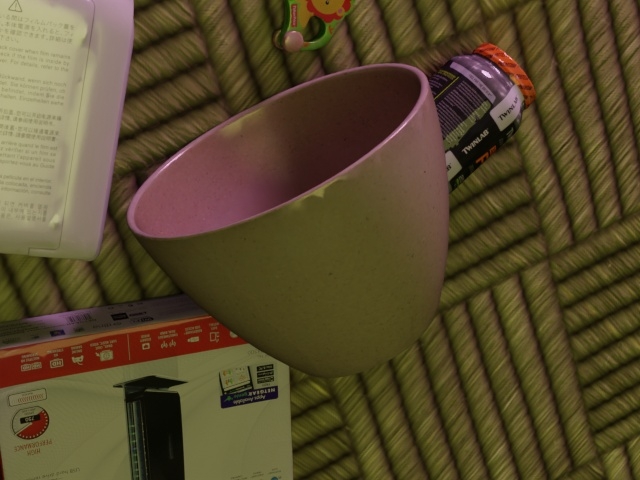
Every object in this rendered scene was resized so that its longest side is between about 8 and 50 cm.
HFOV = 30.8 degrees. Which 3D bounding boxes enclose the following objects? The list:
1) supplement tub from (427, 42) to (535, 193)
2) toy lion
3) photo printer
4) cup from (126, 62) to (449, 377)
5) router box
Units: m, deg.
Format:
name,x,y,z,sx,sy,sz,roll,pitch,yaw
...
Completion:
name,x,y,z,sx,sy,sz,roll,pitch,yaw
supplement tub,0.151,-0.133,1.350,0.190,0.117,0.117,-42,117,-4
toy lion,-0.004,-0.263,1.295,0.096,0.034,0.100,-8,110,-28
photo printer,-0.323,-0.142,1.154,0.256,0.107,0.307,5,104,-24
cup,0.000,0.000,1.204,0.331,0.331,0.237,-31,114,-11
router box,-0.200,0.221,1.336,0.335,0.082,0.301,-9,110,-20
